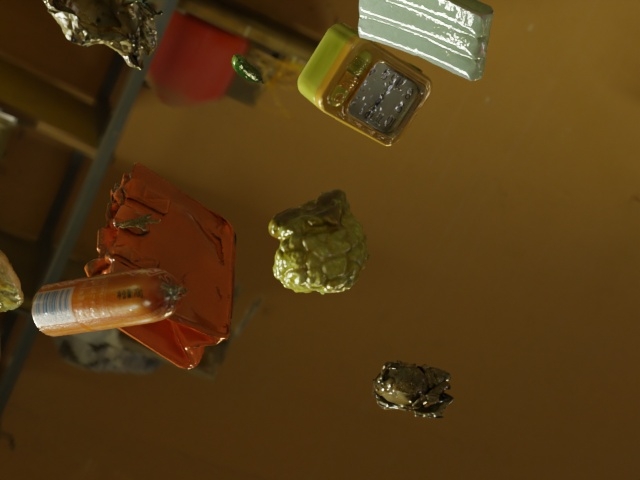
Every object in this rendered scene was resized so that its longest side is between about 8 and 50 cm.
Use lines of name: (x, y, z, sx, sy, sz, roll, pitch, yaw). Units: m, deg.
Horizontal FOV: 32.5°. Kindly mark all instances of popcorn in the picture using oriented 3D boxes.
popcorn: (0.000, 0.000, 2.498, 0.237, 0.252, 0.206, 9, 166, -25)

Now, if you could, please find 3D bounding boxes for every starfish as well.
starfish: (-0.353, -0.036, 2.122, 0.092, 0.016, 0.086, -3, -162, 10)

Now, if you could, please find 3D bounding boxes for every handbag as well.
handbag: (-0.318, 0.043, 2.252, 0.303, 0.116, 0.410, 35, -151, -25)

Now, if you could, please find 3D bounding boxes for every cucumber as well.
cucumber: (-0.159, -0.367, 2.366, 0.037, 0.037, 0.155, 34, -179, 22)

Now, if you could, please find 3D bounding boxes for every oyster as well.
oyster: (-0.440, -0.471, 2.212, 0.133, 0.198, 0.337, 2, 164, 37)

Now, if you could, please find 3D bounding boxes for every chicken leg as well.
chicken leg: (0.142, 0.225, 1.693, 0.125, 0.080, 0.196, 9, 180, 5)

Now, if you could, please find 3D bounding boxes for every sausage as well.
sausage: (-0.334, 0.097, 1.777, 0.312, 0.093, 0.093, -11, 170, 37)

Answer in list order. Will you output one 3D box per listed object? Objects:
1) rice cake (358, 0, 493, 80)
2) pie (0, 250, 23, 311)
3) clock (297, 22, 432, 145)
rice cake: (0.150, -0.324, 1.609, 0.237, 0.127, 0.043, 30, -131, 31)
pie: (-0.796, 0.088, 2.319, 0.337, 0.337, 0.075, 18, -130, -31)
clock: (0.075, -0.255, 1.813, 0.202, 0.143, 0.096, 22, -167, -43)
